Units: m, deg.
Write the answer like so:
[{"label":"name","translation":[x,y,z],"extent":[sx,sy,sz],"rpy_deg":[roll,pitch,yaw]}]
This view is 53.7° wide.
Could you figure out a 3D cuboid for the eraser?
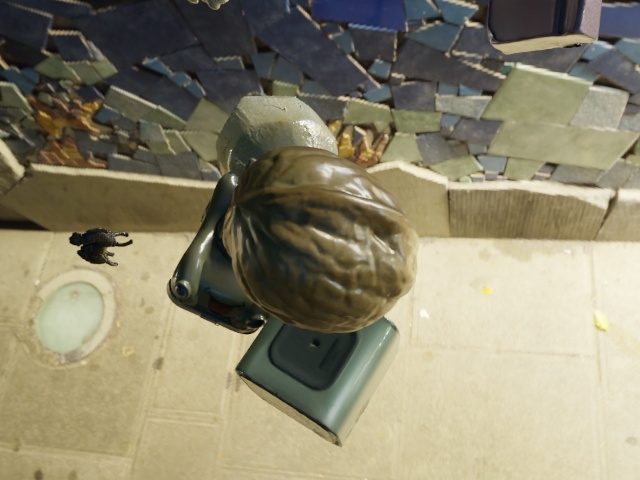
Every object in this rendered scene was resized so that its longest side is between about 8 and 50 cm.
[{"label":"eraser","translation":[0.555,-0.664,1.559],"extent":[0.272,0.122,0.360],"rpy_deg":[11,98,47]}]

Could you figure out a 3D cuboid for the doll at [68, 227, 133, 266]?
[{"label":"doll","translation":[-0.588,0.012,1.667],"extent":[0.139,0.165,0.057],"rpy_deg":[-42,57,33]}]

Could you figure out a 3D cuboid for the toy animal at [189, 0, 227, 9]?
[{"label":"toy animal","translation":[-0.235,-0.544,1.361],"extent":[0.124,0.085,0.071],"rpy_deg":[19,70,6]}]

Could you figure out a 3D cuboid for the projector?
[{"label":"projector","translation":[0.000,0.251,1.321],"extent":[0.248,0.249,0.249],"rpy_deg":[28,70,18]}]

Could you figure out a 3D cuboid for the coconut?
[{"label":"coconut","translation":[-0.133,-0.261,1.867],"extent":[0.346,0.346,0.360],"rpy_deg":[-25,43,-2]}]

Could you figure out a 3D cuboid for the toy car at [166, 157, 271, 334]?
[{"label":"toy car","translation":[-0.172,0.015,1.440],"extent":[0.242,0.226,0.336],"rpy_deg":[27,60,-15]}]

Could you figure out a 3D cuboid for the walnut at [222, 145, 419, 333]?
[{"label":"walnut","translation":[0.000,0.000,0.772],"extent":[0.224,0.261,0.225],"rpy_deg":[-20,60,39]}]
